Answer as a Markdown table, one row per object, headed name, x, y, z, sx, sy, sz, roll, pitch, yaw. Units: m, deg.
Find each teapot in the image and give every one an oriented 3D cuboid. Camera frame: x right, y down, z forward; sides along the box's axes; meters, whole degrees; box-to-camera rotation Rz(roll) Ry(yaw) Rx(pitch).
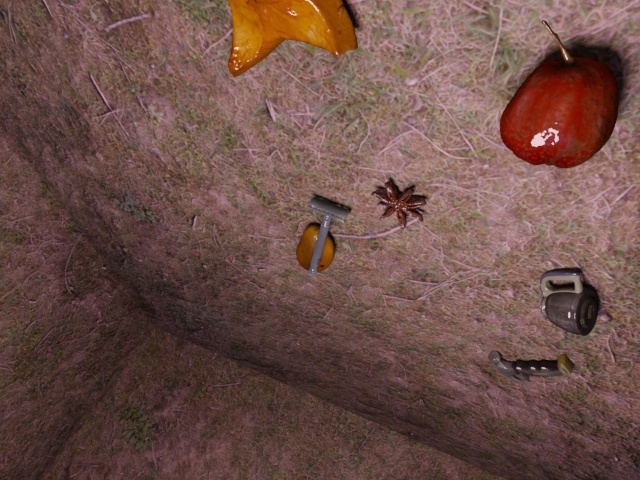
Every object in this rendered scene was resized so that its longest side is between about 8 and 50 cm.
| name | x | y | z | sx | sy | sz | roll | pitch | yaw |
| --- | --- | --- | --- | --- | --- | --- | --- | --- | --- |
| teapot | 0.563 | 0.147 | 1.029 | 0.149 | 0.111 | 0.108 | 43 | 159 | -30 |

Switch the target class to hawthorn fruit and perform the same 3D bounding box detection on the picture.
| name | x | y | z | sx | sy | sz | roll | pitch | yaw |
| --- | --- | --- | --- | --- | --- | --- | --- | --- | --- |
| hawthorn fruit | 0.366 | -0.214 | 0.668 | 0.163 | 0.162 | 0.203 | 16 | 127 | 19 |

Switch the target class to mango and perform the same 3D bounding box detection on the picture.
| name | x | y | z | sx | sy | sz | roll | pitch | yaw |
| --- | --- | --- | --- | --- | --- | --- | --- | --- | --- |
| mango | -0.012 | 0.029 | 1.322 | 0.115 | 0.090 | 0.178 | 34 | 140 | 6 |

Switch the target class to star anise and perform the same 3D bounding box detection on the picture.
| name | x | y | z | sx | sy | sz | roll | pitch | yaw |
| --- | --- | --- | --- | --- | --- | --- | --- | --- | --- |
| star anise | 0.188 | -0.087 | 1.048 | 0.141 | 0.042 | 0.141 | 21 | 144 | 16 |

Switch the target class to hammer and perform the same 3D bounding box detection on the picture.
| name | x | y | z | sx | sy | sz | roll | pitch | yaw |
| --- | --- | --- | --- | --- | --- | --- | --- | --- | --- |
| hammer | 0.647 | 0.387 | 1.350 | 0.159 | 0.041 | 0.226 | 40 | 146 | -17 |

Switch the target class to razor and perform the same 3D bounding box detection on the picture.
| name | x | y | z | sx | sy | sz | roll | pitch | yaw |
| --- | --- | --- | --- | --- | --- | --- | --- | --- | --- |
| razor | 0.000 | 0.000 | 1.219 | 0.106 | 0.068 | 0.231 | 23 | 123 | 11 |

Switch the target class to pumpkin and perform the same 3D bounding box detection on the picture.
| name | x | y | z | sx | sy | sz | roll | pitch | yaw |
| --- | --- | --- | --- | --- | --- | --- | --- | --- | --- |
| pumpkin | -0.093 | -0.419 | 0.761 | 0.290 | 0.095 | 0.258 | 9 | 147 | 34 |
